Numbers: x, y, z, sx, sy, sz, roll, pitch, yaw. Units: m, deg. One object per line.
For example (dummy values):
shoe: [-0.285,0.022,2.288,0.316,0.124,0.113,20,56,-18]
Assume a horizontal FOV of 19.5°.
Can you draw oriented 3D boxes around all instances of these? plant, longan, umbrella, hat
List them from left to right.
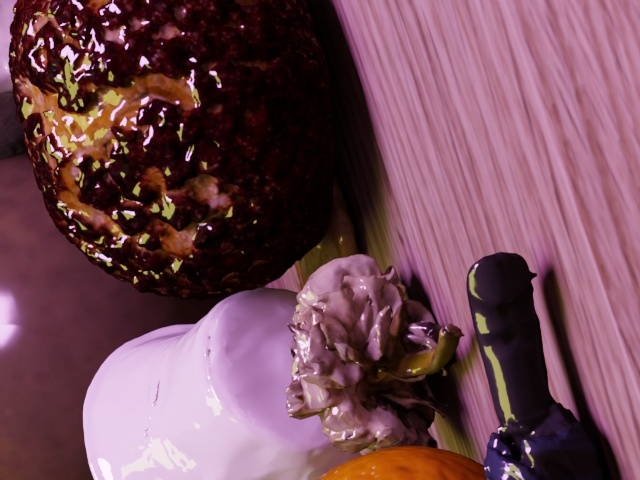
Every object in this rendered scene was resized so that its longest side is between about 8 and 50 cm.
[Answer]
longan: [-0.183,0.074,1.420,0.297,0.297,0.297,162,90,-76]
hat: [-0.038,0.107,1.154,0.203,0.203,0.126,65,148,24]
plant: [0.044,0.064,0.996,0.122,0.104,0.116,-10,140,46]
umbrella: [0.109,0.125,0.830,0.071,0.071,0.248,174,84,-76]

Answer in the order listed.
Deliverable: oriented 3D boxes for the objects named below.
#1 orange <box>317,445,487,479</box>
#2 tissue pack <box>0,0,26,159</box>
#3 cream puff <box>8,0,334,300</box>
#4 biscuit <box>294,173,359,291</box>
orange: [0.048,0.190,0.929,0.177,0.155,0.177,63,-178,-3]
tissue pack: [-0.246,-0.212,1.321,0.266,0.194,0.356,54,173,0]
cream puff: [-0.089,-0.081,1.066,0.239,0.165,0.239,167,90,-74]
biscuit: [0.000,0.000,1.147,0.147,0.018,0.071,120,135,-69]
